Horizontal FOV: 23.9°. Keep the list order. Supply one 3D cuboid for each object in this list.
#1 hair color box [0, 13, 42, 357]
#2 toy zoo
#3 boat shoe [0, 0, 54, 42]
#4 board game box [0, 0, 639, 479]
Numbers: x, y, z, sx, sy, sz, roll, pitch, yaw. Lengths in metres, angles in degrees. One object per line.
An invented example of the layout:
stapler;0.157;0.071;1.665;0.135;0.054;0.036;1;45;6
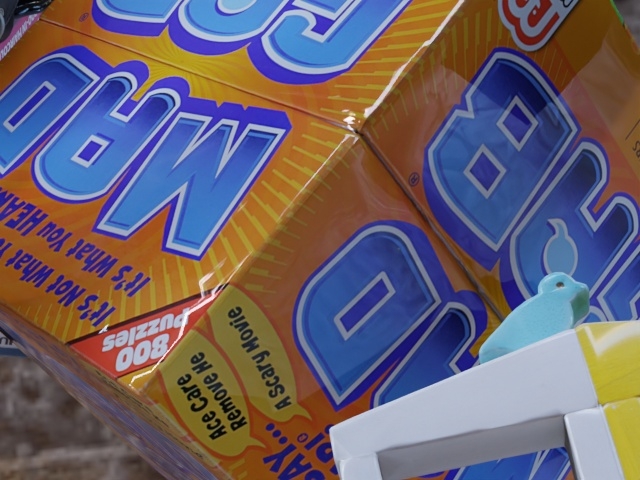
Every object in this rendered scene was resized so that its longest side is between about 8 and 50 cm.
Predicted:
hair color box;-0.294;-0.085;1.339;0.105;0.347;0.174;4;35;10
toy zoo;0.114;0.133;0.488;0.192;0.293;0.030;-12;-34;2
boat shoe;-0.237;-0.174;1.052;0.116;0.099;0.319;-22;16;31
board game box;0.000;0.000;1.018;0.356;0.356;0.356;25;-19;48
